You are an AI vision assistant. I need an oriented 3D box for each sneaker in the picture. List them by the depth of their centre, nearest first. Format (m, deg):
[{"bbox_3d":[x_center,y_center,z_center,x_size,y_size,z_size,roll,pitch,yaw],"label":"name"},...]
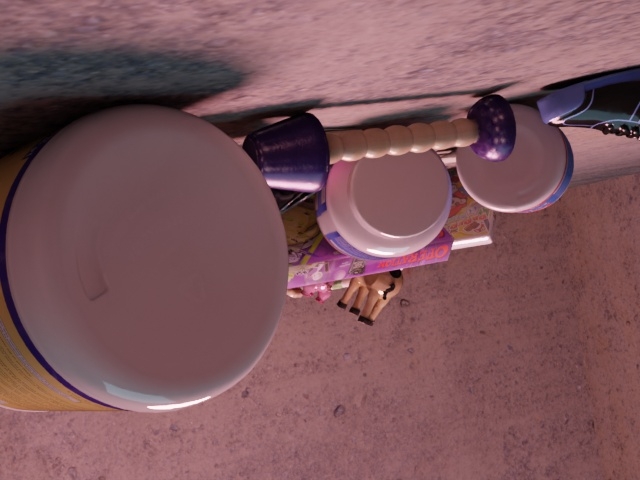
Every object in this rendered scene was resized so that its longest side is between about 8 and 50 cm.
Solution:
[{"bbox_3d":[0.347,-0.133,1.076,0.232,0.090,0.081,-10,179,8],"label":"sneaker"}]

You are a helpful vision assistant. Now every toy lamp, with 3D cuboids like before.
[{"bbox_3d":[0.059,-0.094,1.014,0.275,0.080,0.080,-8,178,-21],"label":"toy lamp"}]

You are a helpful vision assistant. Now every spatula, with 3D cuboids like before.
[{"bbox_3d":[0.256,-0.138,1.693,0.242,0.019,0.168,-8,177,-27],"label":"spatula"}]

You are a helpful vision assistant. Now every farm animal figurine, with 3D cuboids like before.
[{"bbox_3d":[0.000,0.000,1.848,0.330,0.172,0.327,28,-177,4],"label":"farm animal figurine"}]

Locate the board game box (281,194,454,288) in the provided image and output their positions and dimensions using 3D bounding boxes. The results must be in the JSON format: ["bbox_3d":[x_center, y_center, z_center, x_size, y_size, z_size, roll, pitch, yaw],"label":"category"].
[{"bbox_3d":[-0.007,-0.024,1.481,0.347,0.056,0.208,-8,-143,-26],"label":"board game box"}]

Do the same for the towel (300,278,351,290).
[{"bbox_3d":[0.093,-0.016,2.001,0.038,0.248,0.325,38,155,-24],"label":"towel"}]

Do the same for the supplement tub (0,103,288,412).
[{"bbox_3d":[-0.212,0.029,0.900,0.241,0.241,0.331,-8,178,-40],"label":"supplement tub"}]

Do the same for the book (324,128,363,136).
[{"bbox_3d":[-0.030,-0.099,1.188,0.096,0.035,0.144,-12,-179,-39],"label":"book"}]

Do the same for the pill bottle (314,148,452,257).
[{"bbox_3d":[0.077,-0.053,1.275,0.152,0.152,0.272,-9,179,-6],"label":"pill bottle"}]

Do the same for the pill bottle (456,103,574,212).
[{"bbox_3d":[0.241,-0.094,1.247,0.124,0.124,0.221,-10,178,18],"label":"pill bottle"}]

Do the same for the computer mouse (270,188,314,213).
[{"bbox_3d":[-0.109,-0.024,1.095,0.184,0.060,0.262,-36,176,17],"label":"computer mouse"}]

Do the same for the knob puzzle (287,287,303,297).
[{"bbox_3d":[-0.110,0.063,1.772,0.213,0.030,0.213,26,-177,-1],"label":"knob puzzle"}]

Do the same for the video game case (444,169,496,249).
[{"bbox_3d":[0.231,-0.057,1.991,0.227,0.026,0.206,-10,-138,26],"label":"video game case"}]
